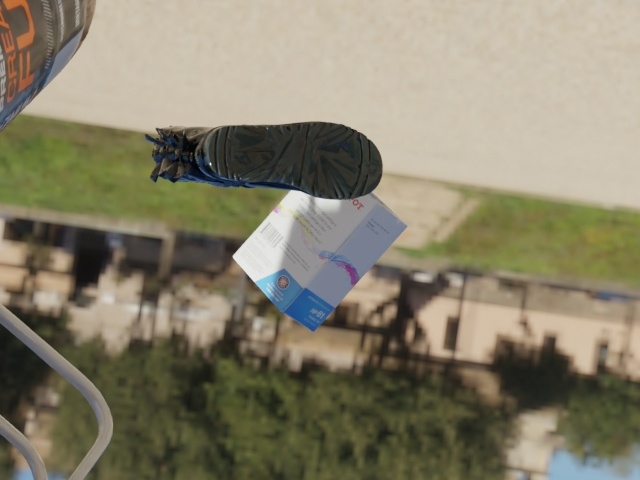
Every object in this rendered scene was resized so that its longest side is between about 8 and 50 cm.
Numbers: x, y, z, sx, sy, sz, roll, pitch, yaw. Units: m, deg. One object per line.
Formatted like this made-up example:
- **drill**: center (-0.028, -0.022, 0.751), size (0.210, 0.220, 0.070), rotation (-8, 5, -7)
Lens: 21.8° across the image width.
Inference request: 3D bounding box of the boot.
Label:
- **boot**: center (-0.036, -0.048, 0.982), size (0.121, 0.045, 0.099), rotation (3, 180, -25)

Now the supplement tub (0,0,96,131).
- **supplement tub**: center (-0.163, -0.065, 0.600), size (0.106, 0.106, 0.198), rotation (8, -148, 13)

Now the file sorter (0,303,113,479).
- **file sorter**: center (-0.265, 0.146, 0.855), size (0.193, 0.278, 0.173), rotation (41, -147, -5)

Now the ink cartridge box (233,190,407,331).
- **ink cartridge box**: center (0.000, 0.000, 1.386), size (0.052, 0.122, 0.088), rotation (35, -172, -46)
